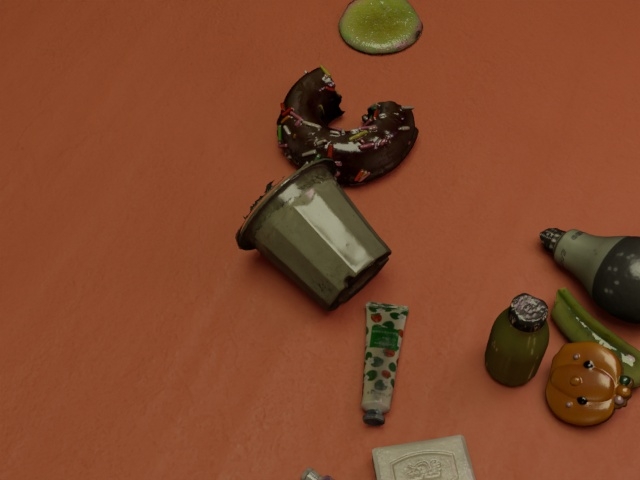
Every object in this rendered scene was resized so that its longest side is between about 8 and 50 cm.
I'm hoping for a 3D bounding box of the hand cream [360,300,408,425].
[{"bbox_3d":[0.125,0.248,1.714,0.095,0.059,0.276,6,55,5],"label":"hand cream"}]

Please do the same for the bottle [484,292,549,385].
[{"bbox_3d":[0.386,0.188,1.610,0.112,0.260,0.112,-2,58,3],"label":"bottle"}]

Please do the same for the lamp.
[{"bbox_3d":[0.592,0.055,1.731,0.314,0.182,0.182,26,64,24],"label":"lamp"}]

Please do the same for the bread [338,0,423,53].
[{"bbox_3d":[0.161,-0.589,2.231,0.228,0.033,0.228,-2,57,3],"label":"bread"}]

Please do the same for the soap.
[{"bbox_3d":[0.196,0.448,1.581,0.183,0.064,0.121,-9,56,-2],"label":"soap"}]

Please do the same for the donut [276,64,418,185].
[{"bbox_3d":[0.037,-0.267,1.988,0.345,0.136,0.259,30,62,22],"label":"donut"}]

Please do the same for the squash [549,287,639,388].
[{"bbox_3d":[0.566,0.204,1.699,0.083,0.083,0.250,-34,59,-16],"label":"squash"}]

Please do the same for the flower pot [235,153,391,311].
[{"bbox_3d":[0.000,0.000,1.775,0.290,0.290,0.259,-40,77,-19],"label":"flower pot"}]

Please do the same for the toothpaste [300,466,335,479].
[{"bbox_3d":[0.081,0.533,1.549,0.301,0.048,0.075,37,64,20],"label":"toothpaste"}]

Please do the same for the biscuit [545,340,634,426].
[{"bbox_3d":[0.525,0.282,1.624,0.170,0.050,0.170,-8,73,26],"label":"biscuit"}]
